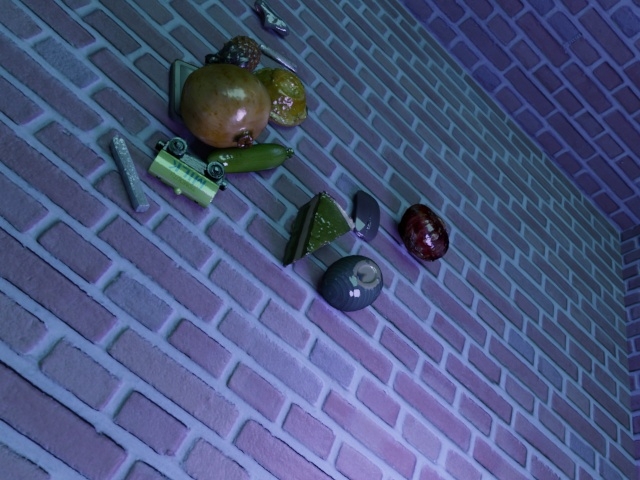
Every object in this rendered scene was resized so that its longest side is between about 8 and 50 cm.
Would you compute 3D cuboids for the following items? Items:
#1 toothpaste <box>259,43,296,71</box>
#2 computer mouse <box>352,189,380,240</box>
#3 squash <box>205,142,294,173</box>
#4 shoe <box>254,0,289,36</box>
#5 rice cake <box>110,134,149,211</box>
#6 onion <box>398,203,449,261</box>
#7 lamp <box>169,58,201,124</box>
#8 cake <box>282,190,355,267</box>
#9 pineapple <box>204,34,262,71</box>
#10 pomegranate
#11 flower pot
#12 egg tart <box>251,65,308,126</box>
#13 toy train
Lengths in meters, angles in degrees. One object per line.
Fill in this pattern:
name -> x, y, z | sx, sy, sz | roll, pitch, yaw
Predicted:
toothpaste -> -0.179, -0.779, 2.291 | 0.190, 0.031, 0.048 | 23, 48, -32
computer mouse -> 0.183, -0.106, 2.143 | 0.120, 0.057, 0.232 | 29, 48, -23
squash -> -0.235, -0.288, 1.875 | 0.378, 0.101, 0.101 | -16, 75, -46
shoe -> -0.225, -0.957, 2.348 | 0.195, 0.079, 0.078 | 46, 78, -19
rice cake -> -0.562, -0.196, 1.577 | 0.042, 0.045, 0.245 | -14, 74, -42
onion -> 0.423, -0.027, 2.201 | 0.246, 0.190, 0.246 | 41, 24, -23
lamp -> -0.402, -0.495, 1.904 | 0.266, 0.047, 0.269 | 13, 56, -34
cake -> -0.003, 0.003, 1.844 | 0.172, 0.158, 0.284 | 34, 48, -21
pineapple -> -0.334, -0.659, 1.975 | 0.170, 0.141, 0.310 | 8, 33, 14
pomegranate -> -0.306, -0.437, 1.733 | 0.307, 0.307, 0.307 | 21, 52, -29
flower pot -> 0.112, 0.146, 1.850 | 0.243, 0.157, 0.189 | -20, 76, -47
egg tart -> -0.150, -0.585, 2.127 | 0.294, 0.116, 0.295 | 22, 52, -31
toy train -> -0.415, -0.205, 1.677 | 0.253, 0.105, 0.157 | 33, 60, -18
